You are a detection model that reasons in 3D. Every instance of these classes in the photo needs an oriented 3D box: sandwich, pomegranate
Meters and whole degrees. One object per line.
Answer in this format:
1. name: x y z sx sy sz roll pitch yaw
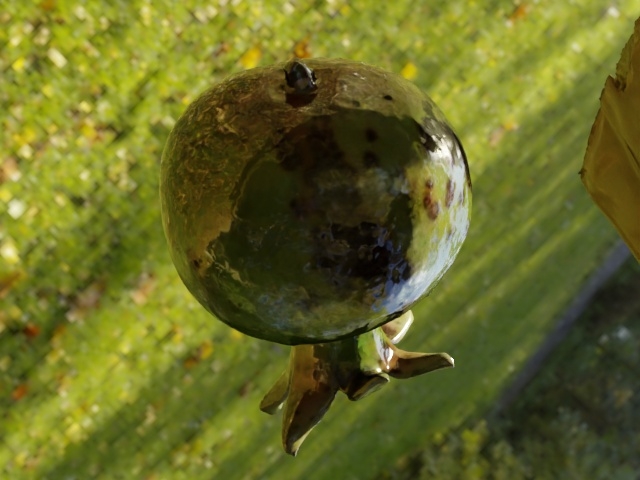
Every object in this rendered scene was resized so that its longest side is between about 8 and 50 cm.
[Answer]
1. sandwich: 0.329 -0.066 1.121 0.155 0.198 0.227 -19 146 -16
2. pomegranate: 0.003 -0.001 0.663 0.148 0.169 0.148 -22 -166 6
